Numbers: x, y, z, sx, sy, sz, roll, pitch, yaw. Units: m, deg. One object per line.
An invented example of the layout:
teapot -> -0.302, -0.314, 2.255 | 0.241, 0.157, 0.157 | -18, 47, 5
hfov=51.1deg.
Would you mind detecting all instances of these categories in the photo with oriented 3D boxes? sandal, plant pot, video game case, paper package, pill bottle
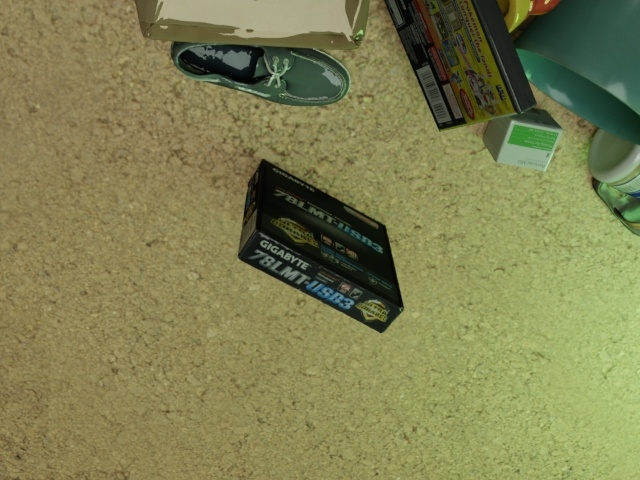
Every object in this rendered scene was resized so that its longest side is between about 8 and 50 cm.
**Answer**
sandal -> 0.634, -0.066, 1.335 | 0.219, 0.060, 0.090 | 37, 113, -21
plant pot -> 0.488, -0.322, 1.062 | 0.293, 0.293, 0.235 | 31, 101, -18
video game case -> 0.194, -0.306, 1.007 | 0.035, 0.248, 0.274 | -27, 100, -13
paper package -> -0.095, -0.399, 0.964 | 0.310, 0.324, 0.168 | 2, 120, -4
pill bottle -> 0.648, -0.134, 1.242 | 0.265, 0.153, 0.153 | 22, 117, -16

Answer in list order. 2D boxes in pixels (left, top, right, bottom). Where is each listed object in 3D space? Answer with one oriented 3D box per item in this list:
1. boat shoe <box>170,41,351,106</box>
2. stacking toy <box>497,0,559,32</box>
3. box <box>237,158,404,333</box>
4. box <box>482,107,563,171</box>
boat shoe -> -0.101, -0.290, 1.158 | 0.320, 0.099, 0.116 | 13, 119, -9
stacking toy -> 0.249, -0.366, 1.041 | 0.131, 0.309, 0.279 | -28, 138, -12
box -> 0.000, 0.000, 1.219 | 0.296, 0.293, 0.073 | 29, 117, -17
box -> 0.368, -0.192, 1.229 | 0.101, 0.102, 0.087 | 9, 121, -8
